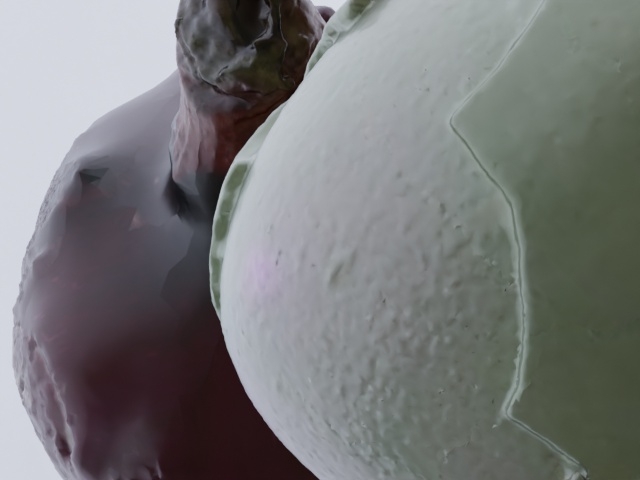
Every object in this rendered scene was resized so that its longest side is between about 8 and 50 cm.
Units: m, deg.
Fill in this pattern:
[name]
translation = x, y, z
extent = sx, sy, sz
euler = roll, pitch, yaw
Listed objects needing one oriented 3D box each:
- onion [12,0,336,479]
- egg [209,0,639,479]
[onion]
translation = 0.000, 0.000, 1.080
extent = 0.398, 0.398, 0.420
euler = -28, -26, -14
[egg]
translation = 0.129, 0.003, 0.632
extent = 0.336, 0.278, 0.278
euler = -16, -51, 3
